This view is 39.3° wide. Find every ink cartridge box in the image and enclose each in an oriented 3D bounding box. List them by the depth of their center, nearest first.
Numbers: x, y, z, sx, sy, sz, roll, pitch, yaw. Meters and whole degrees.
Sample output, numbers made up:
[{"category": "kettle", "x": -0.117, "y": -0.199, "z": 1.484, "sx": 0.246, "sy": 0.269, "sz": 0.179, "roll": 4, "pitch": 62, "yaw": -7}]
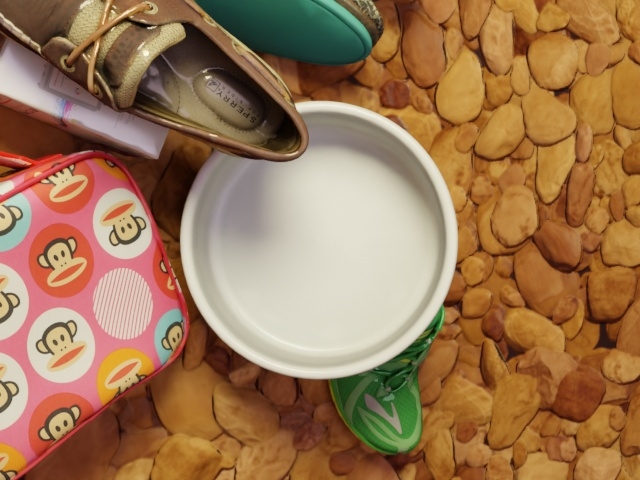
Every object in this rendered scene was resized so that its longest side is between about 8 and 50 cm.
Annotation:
[{"category": "ink cartridge box", "x": -0.241, "y": -0.140, "z": 0.810, "sx": 0.198, "sy": 0.115, "sz": 0.067, "roll": 23, "pitch": 85, "yaw": -27}]

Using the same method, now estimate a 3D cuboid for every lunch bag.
[{"category": "lunch bag", "x": -0.272, "y": 0.048, "z": 0.780, "sx": 0.293, "sy": 0.120, "sz": 0.258, "roll": -35, "pitch": 113, "yaw": -40}]

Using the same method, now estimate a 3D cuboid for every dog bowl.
[{"category": "dog bowl", "x": 0.000, "y": 0.000, "z": 0.893, "sx": 0.265, "sy": 0.104, "sz": 0.264, "roll": 0, "pitch": 89, "yaw": 3}]

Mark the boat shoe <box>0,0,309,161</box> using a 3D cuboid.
[{"category": "boat shoe", "x": -0.148, "y": -0.161, "z": 0.708, "sx": 0.342, "sy": 0.123, "sz": 0.123, "roll": 34, "pitch": 96, "yaw": -29}]

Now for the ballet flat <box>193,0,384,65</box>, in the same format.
[{"category": "ballet flat", "x": -0.155, "y": -0.288, "z": 0.826, "sx": 0.483, "sy": 0.164, "sz": 0.181, "roll": 3, "pitch": 77, "yaw": -26}]

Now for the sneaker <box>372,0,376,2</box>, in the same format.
[{"category": "sneaker", "x": 0.044, "y": -0.420, "z": 0.914, "sx": 0.182, "sy": 0.127, "sz": 0.315, "roll": -44, "pitch": 112, "yaw": -13}]

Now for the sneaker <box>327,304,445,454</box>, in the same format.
[{"category": "sneaker", "x": 0.072, "y": 0.109, "z": 1.000, "sx": 0.110, "sy": 0.123, "sz": 0.295, "roll": -13, "pitch": 103, "yaw": -26}]
